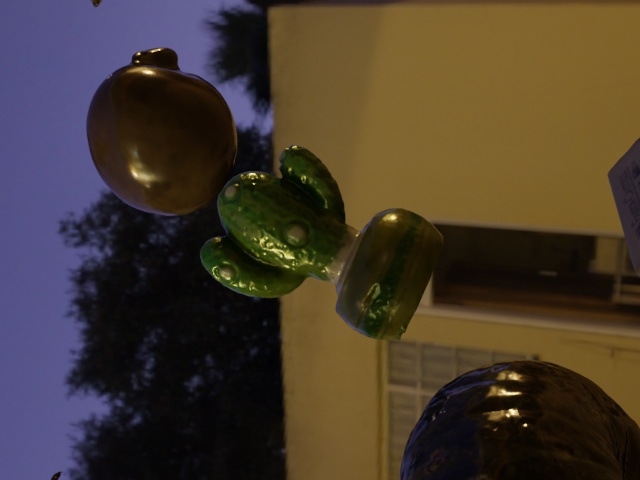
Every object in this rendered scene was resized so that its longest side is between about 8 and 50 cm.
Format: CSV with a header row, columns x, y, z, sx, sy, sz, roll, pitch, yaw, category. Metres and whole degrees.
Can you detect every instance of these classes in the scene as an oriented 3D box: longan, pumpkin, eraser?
x,y,z,sx,sy,sz,roll,pitch,yaw,category
-0.180,-0.128,1.112,0.185,0.159,0.205,29,-128,-56,longan
0.148,0.181,0.609,0.223,0.157,0.224,38,-143,-36,pumpkin
0.544,-0.043,1.563,0.111,0.077,0.352,-51,16,31,eraser

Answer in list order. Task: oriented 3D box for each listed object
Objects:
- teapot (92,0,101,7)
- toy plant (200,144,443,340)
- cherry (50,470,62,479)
x,y,z,sx,sy,sz,roll,pitch,yaw,category
-0.301,-0.366,1.348,0.083,0.067,0.057,-49,-13,-17,teapot
0.000,0.000,1.371,0.184,0.315,0.224,53,-121,-88,toy plant
-0.367,0.461,1.607,0.226,0.107,0.090,64,177,-28,cherry
